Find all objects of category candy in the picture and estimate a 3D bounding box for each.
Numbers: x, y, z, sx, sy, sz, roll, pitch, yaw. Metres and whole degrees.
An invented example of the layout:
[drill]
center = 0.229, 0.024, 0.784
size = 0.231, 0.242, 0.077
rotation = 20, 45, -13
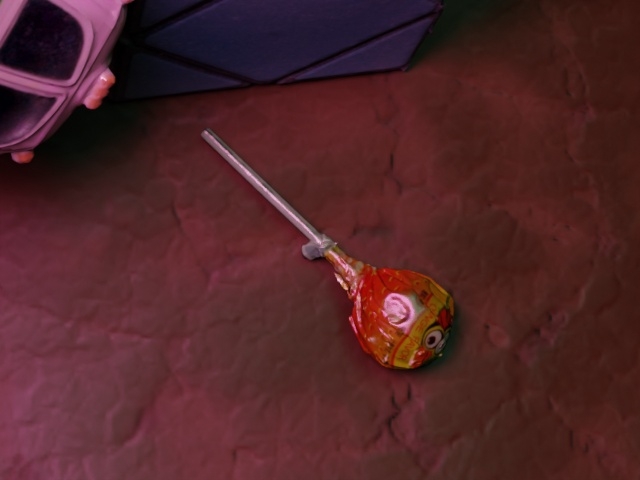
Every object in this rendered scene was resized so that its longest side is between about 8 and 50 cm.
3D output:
[candy]
center = 0.000, 0.000, 0.954
size = 0.201, 0.060, 0.060
rotation = 43, 69, 10

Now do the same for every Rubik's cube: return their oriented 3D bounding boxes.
[Rubik's cube]
center = -0.036, -0.219, 0.926
size = 0.205, 0.205, 0.207
rotation = -9, 74, -15

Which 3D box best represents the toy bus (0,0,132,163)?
[toy bus]
center = -0.216, -0.188, 0.850
size = 0.179, 0.143, 0.305
rotation = 16, 34, -34
